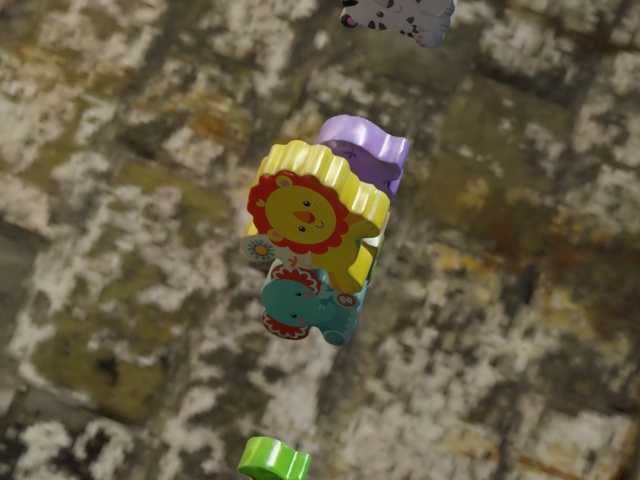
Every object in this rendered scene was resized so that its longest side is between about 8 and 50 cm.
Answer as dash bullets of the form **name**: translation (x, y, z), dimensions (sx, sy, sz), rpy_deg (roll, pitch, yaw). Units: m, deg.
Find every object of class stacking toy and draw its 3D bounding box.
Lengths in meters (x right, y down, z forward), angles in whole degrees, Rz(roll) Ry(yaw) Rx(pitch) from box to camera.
- **stacking toy**: translation (0.000, 0.000, 0.606), dimensions (0.221, 0.052, 0.167), rpy_deg (104, 5, -45)
